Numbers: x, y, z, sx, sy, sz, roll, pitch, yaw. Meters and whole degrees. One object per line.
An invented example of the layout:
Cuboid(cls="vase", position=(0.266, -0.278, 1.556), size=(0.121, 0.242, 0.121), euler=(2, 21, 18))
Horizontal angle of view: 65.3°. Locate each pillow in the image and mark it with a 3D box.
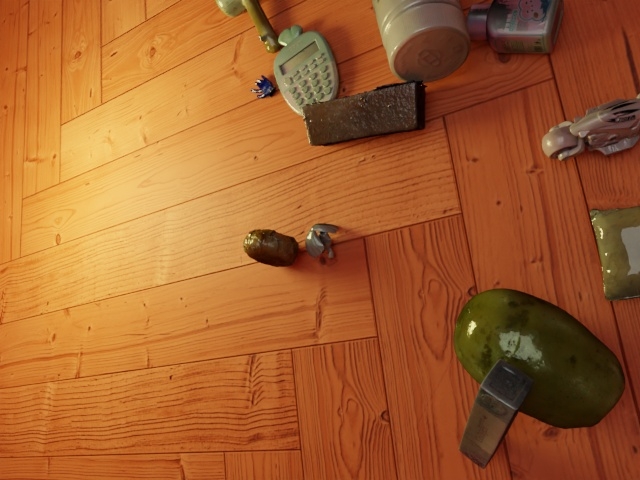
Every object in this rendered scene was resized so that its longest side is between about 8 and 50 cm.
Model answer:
Cuboid(cls="pillow", position=(0.668, 0.004, 0.899), size=(0.302, 0.074, 0.185), euler=(-10, 74, 31))

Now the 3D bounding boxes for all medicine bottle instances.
Cuboid(cls="medicine bottle", position=(0.223, -0.554, 1.175), size=(0.189, 0.190, 0.333), euler=(-21, 66, 25))
Cuboid(cls="medicine bottle", position=(0.430, -0.489, 1.114), size=(0.187, 0.094, 0.119), euler=(14, 89, 31))

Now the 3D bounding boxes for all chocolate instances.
Cuboid(cls="chocolate", position=(0.115, -0.310, 1.253), size=(0.320, 0.112, 0.112), euler=(-5, 94, 28))

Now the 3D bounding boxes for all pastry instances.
Cuboid(cls="pastry", position=(-0.131, 0.020, 1.315), size=(0.153, 0.153, 0.081), euler=(9, 77, 31))

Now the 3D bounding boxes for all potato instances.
Cuboid(cls="potato", position=(0.395, 0.217, 0.941), size=(0.304, 0.215, 0.216), euler=(42, 102, 31))

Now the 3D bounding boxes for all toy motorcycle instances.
Cuboid(cls="toy motorcycle", position=(0.567, -0.231, 0.980), size=(0.254, 0.112, 0.113), euler=(-20, 71, 24))

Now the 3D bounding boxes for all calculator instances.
Cuboid(cls="calculator", position=(-0.043, -0.485, 1.418), size=(0.183, 0.042, 0.296), euler=(-27, 71, 23))

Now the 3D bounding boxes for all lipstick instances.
Cuboid(cls="lipstick", position=(0.313, 0.329, 0.916), size=(0.066, 0.318, 0.068), euler=(32, 60, 29))

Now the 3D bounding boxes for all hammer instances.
Cuboid(cls="hammer", position=(-0.198, -0.696, 1.521), size=(0.201, 0.113, 0.306), euler=(-29, 76, 26))

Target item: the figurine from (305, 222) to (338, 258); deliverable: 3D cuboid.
Cuboid(cls="figurine", position=(0.000, 0.000, 1.293), size=(0.094, 0.082, 0.086), euler=(20, 108, 56))

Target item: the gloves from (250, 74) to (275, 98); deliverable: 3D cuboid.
Cuboid(cls="gloves", position=(-0.173, -0.456, 1.495), size=(0.086, 0.026, 0.064), euler=(43, 105, 28))
